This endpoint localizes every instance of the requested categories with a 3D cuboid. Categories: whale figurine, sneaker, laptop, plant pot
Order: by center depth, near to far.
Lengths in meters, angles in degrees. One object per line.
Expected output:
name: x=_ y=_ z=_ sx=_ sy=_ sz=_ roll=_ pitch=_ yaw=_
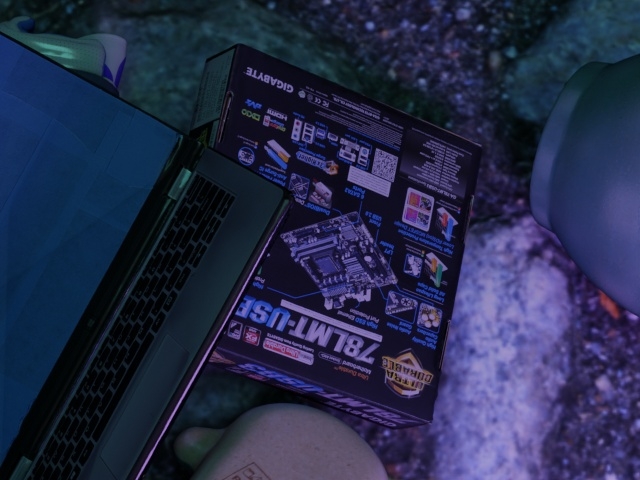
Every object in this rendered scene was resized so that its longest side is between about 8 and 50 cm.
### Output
laptop: x=-0.261 y=0.045 z=1.694 sx=0.236 sy=0.408 sz=0.382 roll=28 pitch=91 yaw=-21
whale figurine: x=-0.066 y=0.261 z=1.797 sx=0.272 sy=0.141 sz=0.216 roll=-25 pitch=55 yaw=-36
sneaker: x=-0.215 y=-0.083 z=1.899 sx=0.323 sy=0.130 sz=0.236 roll=30 pitch=75 yaw=5
plant pot: x=0.326 y=-0.066 z=1.934 sx=0.196 sy=0.293 sz=0.293 roll=21 pitch=69 yaw=24

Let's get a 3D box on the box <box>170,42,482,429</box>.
box: x=0.000 y=0.000 z=1.893 sx=0.295 sy=0.073 sz=0.293 roll=21 pitch=71 yaw=-27
